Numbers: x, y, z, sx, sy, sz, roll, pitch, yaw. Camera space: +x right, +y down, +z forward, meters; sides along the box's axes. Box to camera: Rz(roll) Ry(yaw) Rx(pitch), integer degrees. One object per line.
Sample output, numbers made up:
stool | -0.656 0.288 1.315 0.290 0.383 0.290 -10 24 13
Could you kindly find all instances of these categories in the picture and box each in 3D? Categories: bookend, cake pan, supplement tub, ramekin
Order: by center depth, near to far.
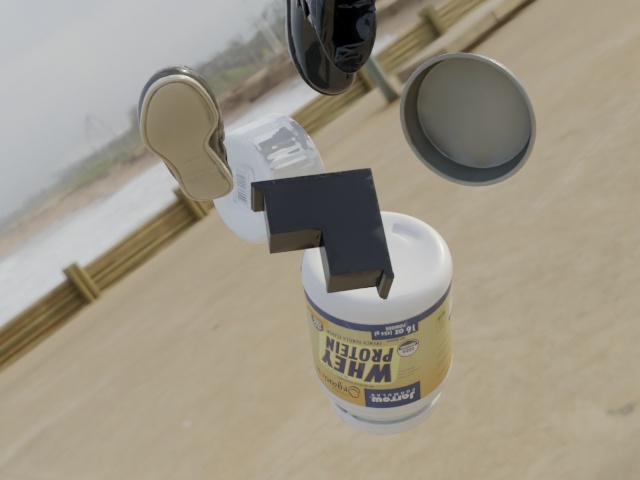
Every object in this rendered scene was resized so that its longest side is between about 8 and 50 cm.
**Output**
bookend | 0.000 0.000 1.234 0.156 0.157 0.072 -8 -24 -8
supplement tub | 0.095 0.136 1.548 0.228 0.316 0.228 -4 42 4
cake pan | 0.305 -0.252 2.000 0.293 0.293 0.054 -26 14 40
ramekin | -0.123 -0.126 2.107 0.135 0.277 0.277 -23 2 -36

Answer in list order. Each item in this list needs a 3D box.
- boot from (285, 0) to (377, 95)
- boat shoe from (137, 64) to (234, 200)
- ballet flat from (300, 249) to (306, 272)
boot | 0.031 -0.400 1.856 0.146 0.367 0.445 -18 26 -6
boat shoe | -0.194 -0.166 1.390 0.112 0.096 0.335 -15 -24 -2
ballet flat | 0.000 0.014 1.966 0.206 0.073 0.067 128 148 -61
